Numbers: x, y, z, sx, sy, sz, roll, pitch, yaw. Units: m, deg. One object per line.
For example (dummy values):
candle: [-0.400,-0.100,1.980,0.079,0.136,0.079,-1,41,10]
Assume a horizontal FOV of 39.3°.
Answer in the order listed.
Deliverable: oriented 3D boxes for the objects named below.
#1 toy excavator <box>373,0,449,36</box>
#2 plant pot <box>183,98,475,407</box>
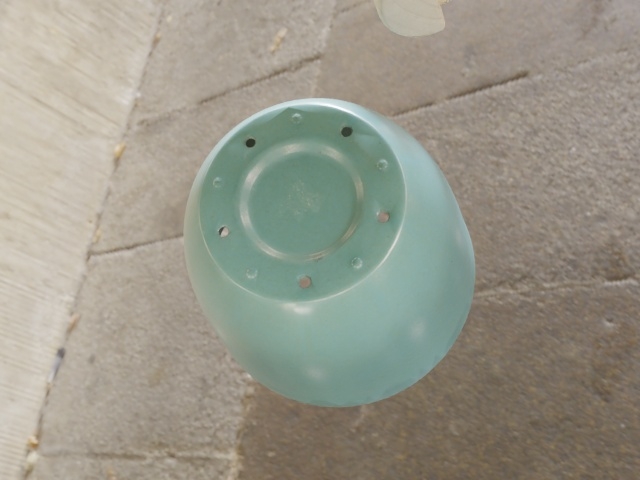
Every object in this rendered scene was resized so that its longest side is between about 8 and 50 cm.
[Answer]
toy excavator: [0.276,-0.367,0.794,0.445,0.432,0.222,105,151,-60]
plant pot: [0.000,0.000,0.863,0.292,0.235,0.293,-3,72,9]
